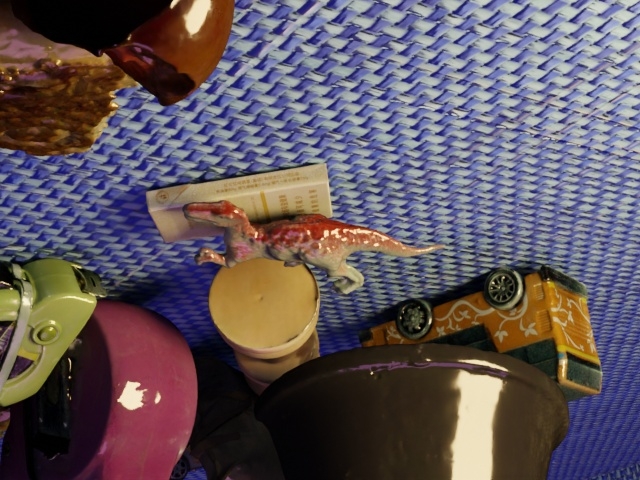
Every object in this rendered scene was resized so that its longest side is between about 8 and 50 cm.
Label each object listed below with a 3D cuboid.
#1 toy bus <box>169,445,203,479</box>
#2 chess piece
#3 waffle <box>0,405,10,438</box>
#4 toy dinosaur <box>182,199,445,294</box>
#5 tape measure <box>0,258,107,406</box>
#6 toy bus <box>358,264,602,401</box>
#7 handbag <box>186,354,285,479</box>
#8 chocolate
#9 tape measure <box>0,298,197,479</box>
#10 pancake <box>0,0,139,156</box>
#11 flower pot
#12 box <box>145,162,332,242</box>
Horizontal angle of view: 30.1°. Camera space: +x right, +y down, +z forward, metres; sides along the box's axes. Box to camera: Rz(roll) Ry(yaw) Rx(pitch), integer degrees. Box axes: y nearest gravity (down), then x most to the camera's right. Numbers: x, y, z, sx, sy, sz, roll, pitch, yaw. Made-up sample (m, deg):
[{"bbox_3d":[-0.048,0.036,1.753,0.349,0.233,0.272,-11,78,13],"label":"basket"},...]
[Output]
[{"bbox_3d":[-0.275,0.301,1.684,0.268,0.106,0.092,-7,171,-24],"label":"toy bus"},{"bbox_3d":[-0.051,0.123,1.419,0.117,0.117,0.397,-9,161,0],"label":"chess piece"},{"bbox_3d":[-0.450,0.224,1.566,0.317,0.073,0.297,-1,164,-37],"label":"waffle"},{"bbox_3d":[0.000,0.000,1.121,0.242,0.053,0.167,-1,154,1],"label":"toy dinosaur"},{"bbox_3d":[-0.326,0.091,1.195,0.154,0.087,0.177,19,113,-39],"label":"tape measure"},{"bbox_3d":[0.197,0.147,1.487,0.275,0.167,0.138,-20,156,29],"label":"toy bus"},{"bbox_3d":[-0.113,0.250,1.522,0.117,0.270,0.182,-44,129,13],"label":"handbag"},{"bbox_3d":[-0.113,-0.139,0.710,0.127,0.124,0.133,-24,180,-6],"label":"chocolate"},{"bbox_3d":[-0.250,0.187,1.308,0.149,0.245,0.231,11,167,-42],"label":"tape measure"},{"bbox_3d":[-0.246,-0.108,0.857,0.266,0.057,0.244,-8,168,9],"label":"pancake"},{"bbox_3d":[0.115,0.305,1.349,0.379,0.251,0.379,0,144,0],"label":"flower pot"},{"bbox_3d":[-0.073,-0.033,1.118,0.167,0.024,0.090,-9,160,0],"label":"box"}]
